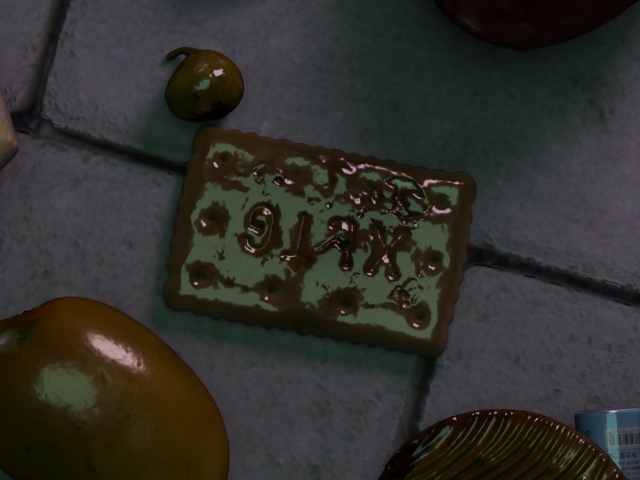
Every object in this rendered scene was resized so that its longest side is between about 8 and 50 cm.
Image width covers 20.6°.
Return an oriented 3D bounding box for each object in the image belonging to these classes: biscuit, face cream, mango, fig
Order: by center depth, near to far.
[{"bbox_3d":[-0.226,0.192,1.845,0.317,0.173,0.211,41,85,-3],"label":"mango"},{"bbox_3d":[0.191,0.336,1.859,0.317,0.040,0.318,-1,86,15],"label":"biscuit"},{"bbox_3d":[0.317,0.296,1.887,0.075,0.075,0.229,-3,83,-1],"label":"face cream"},{"bbox_3d":[0.000,0.000,1.931,0.324,0.044,0.217,12,82,1],"label":"biscuit"},{"bbox_3d":[-0.129,-0.179,1.936,0.084,0.082,0.098,-28,65,31],"label":"fig"}]

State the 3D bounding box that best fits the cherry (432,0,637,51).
[{"bbox_3d":[0.232,-0.376,1.868,0.335,0.291,0.326,-34,79,-20],"label":"cherry"}]

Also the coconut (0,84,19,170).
[{"bbox_3d":[-0.444,-0.130,1.847,0.239,0.239,0.244,41,84,3],"label":"coconut"}]
